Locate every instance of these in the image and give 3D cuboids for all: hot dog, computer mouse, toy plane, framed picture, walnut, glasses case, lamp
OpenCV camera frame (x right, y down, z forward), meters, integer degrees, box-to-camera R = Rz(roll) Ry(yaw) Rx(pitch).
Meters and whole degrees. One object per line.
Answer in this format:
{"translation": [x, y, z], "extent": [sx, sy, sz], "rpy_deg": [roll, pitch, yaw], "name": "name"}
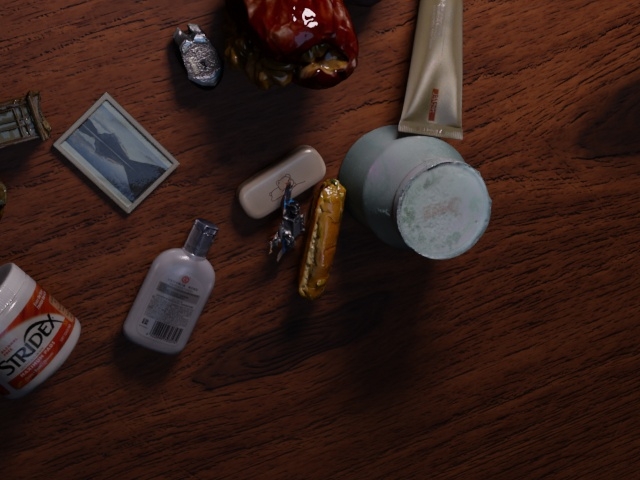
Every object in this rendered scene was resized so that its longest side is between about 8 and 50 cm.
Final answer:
{"translation": [0.000, 0.000, 1.842], "extent": [0.072, 0.115, 0.269], "rpy_deg": [13, 107, 1], "name": "hot dog"}
{"translation": [-0.239, -0.354, 1.693], "extent": [0.079, 0.047, 0.135], "rpy_deg": [-29, 102, -18], "name": "computer mouse"}
{"translation": [-0.062, -0.043, 1.803], "extent": [0.062, 0.135, 0.188], "rpy_deg": [31, 132, 15], "name": "toy plane"}
{"translation": [-0.400, -0.171, 1.721], "extent": [0.150, 0.015, 0.203], "rpy_deg": [-43, 114, 1], "name": "framed picture"}
{"translation": [-0.069, -0.393, 1.615], "extent": [0.243, 0.269, 0.222], "rpy_deg": [-29, 145, -1], "name": "walnut"}
{"translation": [-0.082, -0.122, 1.813], "extent": [0.196, 0.050, 0.083], "rpy_deg": [-34, 116, -4], "name": "glasses case"}
{"translation": [-0.665, -0.189, 1.597], "extent": [0.325, 0.089, 0.090], "rpy_deg": [-18, 111, -10], "name": "lamp"}

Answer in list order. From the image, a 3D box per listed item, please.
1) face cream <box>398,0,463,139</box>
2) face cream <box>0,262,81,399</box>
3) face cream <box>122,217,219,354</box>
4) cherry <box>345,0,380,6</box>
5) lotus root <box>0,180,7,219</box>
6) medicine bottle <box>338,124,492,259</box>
{"translation": [0.234, -0.378, 1.750], "extent": [0.137, 0.084, 0.342], "rpy_deg": [6, 87, -15], "name": "face cream"}
{"translation": [-0.593, 0.176, 1.676], "extent": [0.201, 0.201, 0.187], "rpy_deg": [-42, 114, 0], "name": "face cream"}
{"translation": [-0.295, 0.092, 1.808], "extent": [0.143, 0.071, 0.291], "rpy_deg": [21, 101, -23], "name": "face cream"}
{"translation": [0.081, -0.567, 1.633], "extent": [0.183, 0.213, 0.266], "rpy_deg": [4, 119, 18], "name": "cherry"}
{"translation": [-0.681, -0.047, 1.627], "extent": [0.209, 0.120, 0.120], "rpy_deg": [-28, 113, -5], "name": "lotus root"}
{"translation": [0.193, -0.095, 1.773], "extent": [0.244, 0.290, 0.245], "rpy_deg": [-5, 108, -15], "name": "medicine bottle"}
